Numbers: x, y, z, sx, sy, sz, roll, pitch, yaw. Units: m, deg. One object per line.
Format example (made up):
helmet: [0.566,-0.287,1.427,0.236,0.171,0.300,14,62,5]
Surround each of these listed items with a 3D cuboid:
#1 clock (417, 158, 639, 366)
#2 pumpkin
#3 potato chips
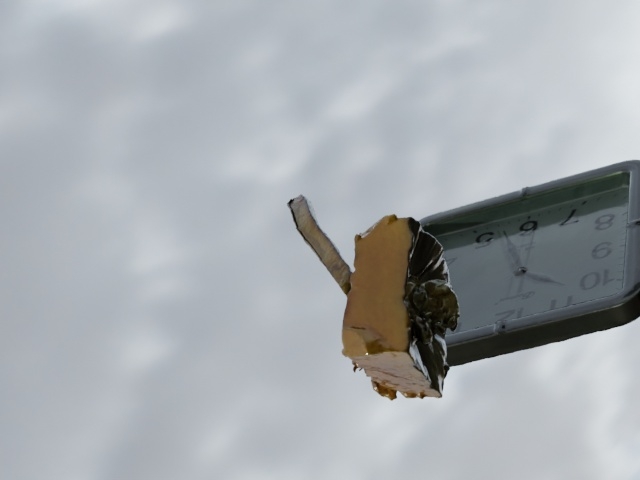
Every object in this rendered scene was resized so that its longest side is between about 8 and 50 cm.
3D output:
clock: [0.198,0.030,1.554,0.049,0.273,0.279,64,-155,-25]
pumpkin: [0.043,0.034,0.779,0.083,0.054,0.074,50,-138,-60]
potato chips: [0.000,0.000,1.578,0.026,0.204,0.037,-40,-60,4]
